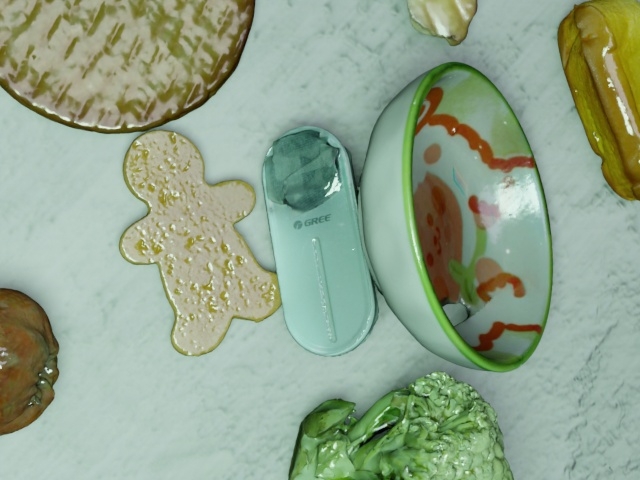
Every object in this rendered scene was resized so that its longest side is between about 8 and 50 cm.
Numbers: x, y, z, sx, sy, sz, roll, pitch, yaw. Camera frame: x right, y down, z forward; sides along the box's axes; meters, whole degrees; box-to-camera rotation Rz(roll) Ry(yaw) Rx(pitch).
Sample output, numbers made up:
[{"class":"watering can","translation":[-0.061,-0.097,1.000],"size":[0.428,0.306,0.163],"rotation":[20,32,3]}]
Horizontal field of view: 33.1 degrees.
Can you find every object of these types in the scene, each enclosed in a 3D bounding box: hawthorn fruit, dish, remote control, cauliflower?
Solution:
[{"class":"hawthorn fruit","translation":[-0.338,0.104,1.036],"size":[0.189,0.149,0.149],"rotation":[28,81,-11]},{"class":"dish","translation":[0.125,-0.016,1.147],"size":[0.324,0.124,0.324],"rotation":[20,65,-51]},{"class":"remote control","translation":[0.000,0.000,1.147],"size":[0.104,0.052,0.248],"rotation":[-13,79,22]},{"class":"cauliflower","translation":[0.067,0.263,1.113],"size":[0.250,0.272,0.275],"rotation":[33,62,19]}]

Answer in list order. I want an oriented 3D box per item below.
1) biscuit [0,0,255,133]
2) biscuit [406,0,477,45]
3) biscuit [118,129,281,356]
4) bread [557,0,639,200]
[{"class":"biscuit","translation":[-0.222,-0.269,1.138],"size":[0.317,0.040,0.318],"rotation":[0,88,-14]},{"class":"biscuit","translation":[0.107,-0.305,1.220],"size":[0.183,0.061,0.118],"rotation":[39,77,-13]},{"class":"biscuit","translation":[-0.136,-0.004,1.152],"size":[0.158,0.035,0.240],"rotation":[-24,94,-19]},{"class":"bread","translation":[0.353,-0.165,1.263],"size":[0.094,0.102,0.246],"rotation":[-22,95,-22]}]
